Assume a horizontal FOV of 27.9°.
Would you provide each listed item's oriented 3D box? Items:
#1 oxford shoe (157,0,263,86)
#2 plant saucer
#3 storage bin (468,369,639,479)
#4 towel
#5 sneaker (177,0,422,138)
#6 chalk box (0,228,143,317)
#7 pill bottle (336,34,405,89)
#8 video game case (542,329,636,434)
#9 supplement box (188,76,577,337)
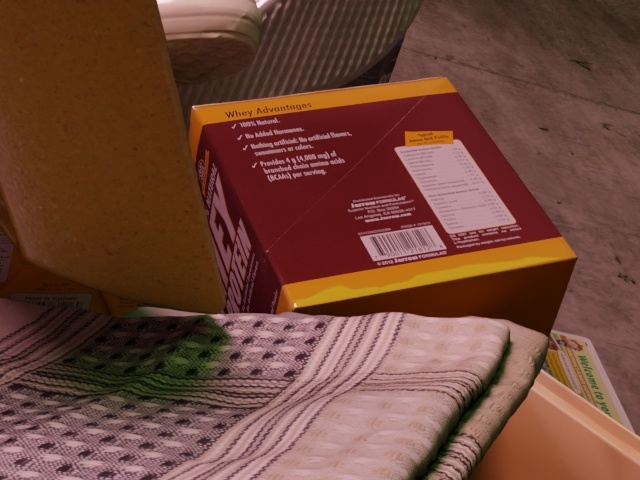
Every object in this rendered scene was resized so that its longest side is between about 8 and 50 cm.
[{"bbox_3d":[-0.268,-0.173,0.931,0.449,0.130,0.169,-5,-9,-2],"label":"oxford shoe"},{"bbox_3d":[-0.185,-0.148,0.631,0.081,0.333,0.333,-28,47,-20],"label":"plant saucer"},{"bbox_3d":[0.097,0.194,0.635,0.260,0.123,0.262,34,29,27],"label":"storage bin"},{"bbox_3d":[-0.079,0.073,0.577,0.312,0.056,0.324,-2,9,21],"label":"towel"},{"bbox_3d":[-0.079,-0.186,1.100,0.366,0.135,0.150,-30,48,-24],"label":"sneaker"},{"bbox_3d":[-0.202,-0.041,0.861,0.132,0.132,0.213,3,31,-32],"label":"chalk box"},{"bbox_3d":[0.026,-0.155,1.233,0.078,0.137,0.078,15,27,-8],"label":"pill bottle"},{"bbox_3d":[0.131,0.114,0.924,0.193,0.023,0.212,14,26,-12],"label":"video game case"},{"bbox_3d":[0.027,0.007,0.854,0.191,0.129,0.194,-9,45,-20],"label":"supplement box"}]
